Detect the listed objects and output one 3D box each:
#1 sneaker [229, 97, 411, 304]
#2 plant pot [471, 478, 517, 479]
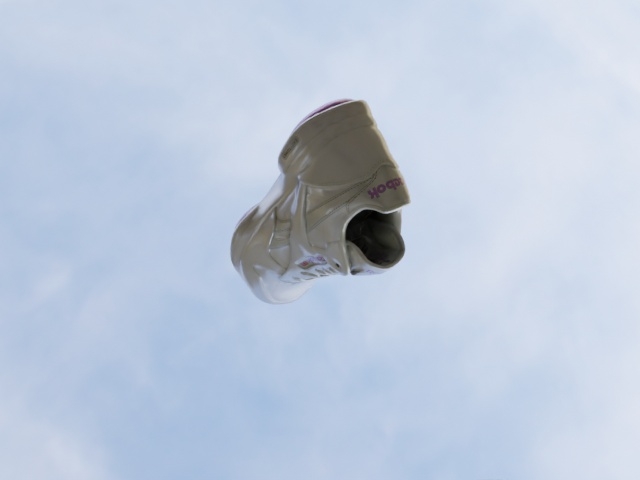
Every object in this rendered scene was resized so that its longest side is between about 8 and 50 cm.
[{"bbox_3d":[0.000,0.000,1.388,0.114,0.305,0.152,-23,-112,-29],"label":"sneaker"},{"bbox_3d":[0.056,0.264,0.720,0.191,0.284,0.284,18,-128,-58],"label":"plant pot"}]
